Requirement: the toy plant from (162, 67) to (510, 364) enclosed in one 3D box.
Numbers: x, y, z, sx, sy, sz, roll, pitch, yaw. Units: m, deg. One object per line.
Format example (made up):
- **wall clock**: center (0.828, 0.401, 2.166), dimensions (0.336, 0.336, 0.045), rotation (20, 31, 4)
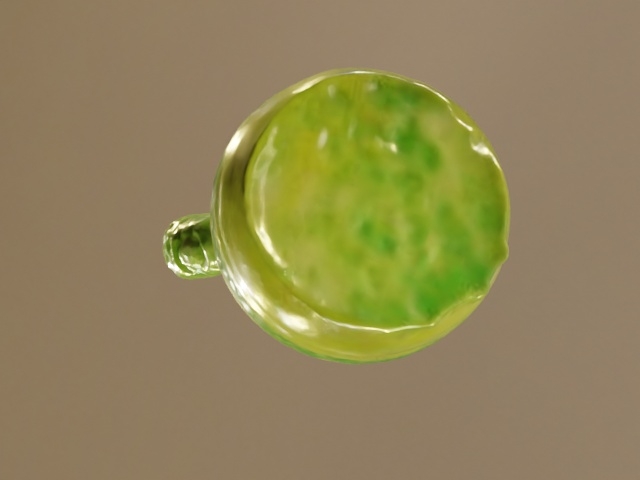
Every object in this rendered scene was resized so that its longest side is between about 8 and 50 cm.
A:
- **toy plant**: center (0.000, 0.000, 0.737), dimensions (0.316, 0.224, 0.184), rotation (139, -50, -77)
